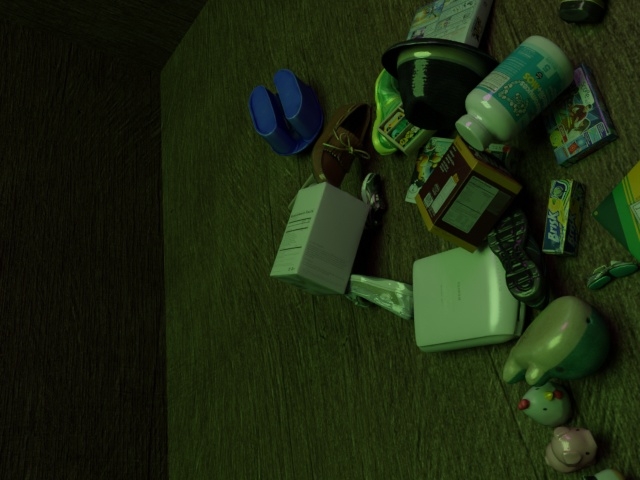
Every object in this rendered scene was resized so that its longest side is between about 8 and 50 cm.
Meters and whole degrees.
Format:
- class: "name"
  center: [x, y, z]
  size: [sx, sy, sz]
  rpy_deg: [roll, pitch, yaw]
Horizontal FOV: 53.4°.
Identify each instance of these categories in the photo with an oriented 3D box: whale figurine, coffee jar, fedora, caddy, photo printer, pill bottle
- class: "whale figurine"
  center: [0.500, 0.237, 1.354]
  size: [0.216, 0.141, 0.272]
  rpy_deg: [-53, -4, -38]
- class: "coffee jar"
  center: [0.623, -0.597, 1.473]
  size: [0.096, 0.079, 0.185]
  rpy_deg: [23, 99, 55]
- class: "fedora"
  center: [0.294, -0.364, 1.573]
  size: [0.334, 0.334, 0.153]
  rpy_deg: [1, 79, 55]
- class: "caddy"
  center: [-0.124, -0.478, 2.412]
  size: [0.241, 0.179, 0.341]
  rpy_deg: [-31, 52, 17]
- class: "photo printer"
  center: [0.368, 0.138, 1.578]
  size: [0.307, 0.107, 0.256]
  rpy_deg: [-21, 63, 50]
- class: "pill bottle"
  center: [0.435, -0.327, 1.455]
  size: [0.264, 0.146, 0.146]
  rpy_deg: [-44, 40, 2]

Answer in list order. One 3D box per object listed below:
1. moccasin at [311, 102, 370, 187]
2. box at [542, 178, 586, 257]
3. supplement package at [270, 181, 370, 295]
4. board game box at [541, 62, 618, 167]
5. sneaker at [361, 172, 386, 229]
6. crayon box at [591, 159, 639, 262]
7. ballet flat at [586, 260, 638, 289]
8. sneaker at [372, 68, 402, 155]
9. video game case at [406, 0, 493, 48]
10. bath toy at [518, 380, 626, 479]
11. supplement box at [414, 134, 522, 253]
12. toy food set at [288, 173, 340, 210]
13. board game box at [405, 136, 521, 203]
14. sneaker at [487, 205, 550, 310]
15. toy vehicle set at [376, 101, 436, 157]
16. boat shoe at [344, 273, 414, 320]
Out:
- class: "moccasin"
  center: [0.079, -0.304, 2.035]
  size: [0.147, 0.139, 0.380]
  rpy_deg: [-19, 31, 40]
- class: "box"
  center: [0.546, -0.049, 1.427]
  size: [0.054, 0.059, 0.169]
  rpy_deg: [2, 82, 54]
- class: "supplement package"
  center: [0.000, 0.000, 1.925]
  size: [0.175, 0.177, 0.293]
  rpy_deg: [-10, 58, 59]
- class: "board game box"
  center: [0.586, -0.287, 1.468]
  size: [0.136, 0.035, 0.201]
  rpy_deg: [-36, 52, 44]
- class: "sneaker"
  center: [0.174, -0.119, 1.983]
  size: [0.077, 0.072, 0.178]
  rpy_deg: [7, 94, 43]
- class: "crayon box"
  center: [0.729, -0.077, 1.138]
  size: [0.363, 0.106, 0.313]
  rpy_deg: [-57, 40, 27]
- class: "ballet flat"
  center: [0.606, 0.063, 1.330]
  size: [0.114, 0.041, 0.041]
  rpy_deg: [-39, 50, 41]
- class: "sneaker"
  center: [0.234, -0.403, 1.963]
  size: [0.123, 0.109, 0.296]
  rpy_deg: [-5, 74, 32]
- class: "video game case"
  center: [0.354, -0.592, 1.821]
  size: [0.269, 0.061, 0.244]
  rpy_deg: [-4, 63, 54]
- class: "bath toy"
  center: [0.505, 0.439, 1.275]
  size: [0.151, 0.129, 0.348]
  rpy_deg: [-49, 43, 35]
- class: "supplement box"
  center: [0.345, -0.114, 1.518]
  size: [0.194, 0.129, 0.191]
  rpy_deg: [-57, 17, 22]
- class: "toy food set"
  center: [-0.011, -0.075, 2.193]
  size: [0.220, 0.092, 0.306]
  rpy_deg: [-51, 43, 33]
- class: "board game box"
  center: [0.372, -0.169, 1.698]
  size: [0.305, 0.053, 0.193]
  rpy_deg: [18, 95, 51]
- class: "sneaker"
  center: [0.451, 0.041, 1.437]
  size: [0.101, 0.106, 0.267]
  rpy_deg: [-27, 44, 30]
- class: "toy vehicle set"
  center: [0.299, -0.372, 1.810]
  size: [0.267, 0.035, 0.166]
  rpy_deg: [-45, 41, 4]
- class: "boat shoe"
  center: [0.158, 0.162, 1.866]
  size: [0.320, 0.118, 0.103]
  rpy_deg: [4, 79, 48]
